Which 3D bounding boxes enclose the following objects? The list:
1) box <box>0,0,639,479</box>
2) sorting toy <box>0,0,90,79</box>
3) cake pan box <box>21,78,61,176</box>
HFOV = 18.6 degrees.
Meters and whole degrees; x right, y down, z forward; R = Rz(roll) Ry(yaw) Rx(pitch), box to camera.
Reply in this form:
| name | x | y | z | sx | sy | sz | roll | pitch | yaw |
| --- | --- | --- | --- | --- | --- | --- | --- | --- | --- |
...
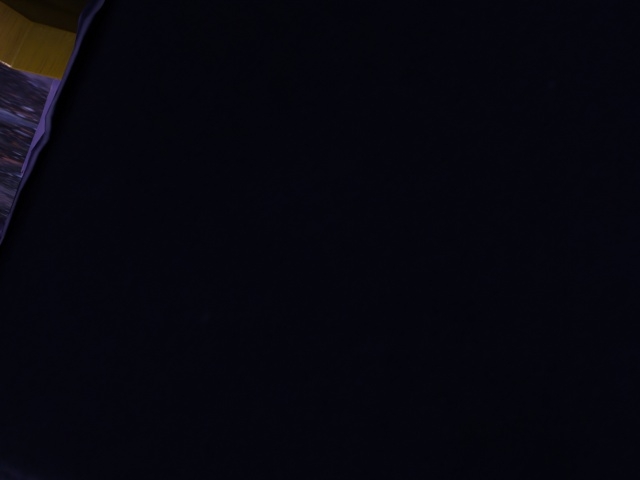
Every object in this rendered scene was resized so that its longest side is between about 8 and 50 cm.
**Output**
| name | x | y | z | sx | sy | sz | roll | pitch | yaw |
| --- | --- | --- | --- | --- | --- | --- | --- | --- | --- |
| box | 0.265 | 0.041 | 0.463 | 0.480 | 0.297 | 0.472 | 16 | 168 | 33 |
| sorting toy | -0.097 | -0.130 | 0.768 | 0.229 | 0.041 | 0.307 | 25 | -161 | -11 |
| cake pan box | 0.000 | 0.000 | 1.128 | 0.267 | 0.070 | 0.246 | 15 | 171 | 25 |
